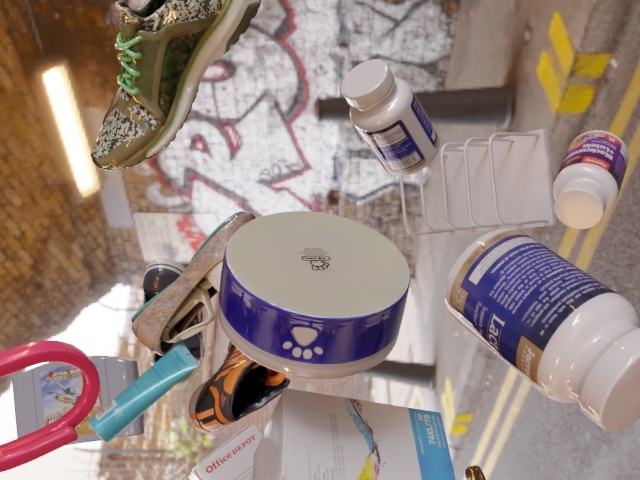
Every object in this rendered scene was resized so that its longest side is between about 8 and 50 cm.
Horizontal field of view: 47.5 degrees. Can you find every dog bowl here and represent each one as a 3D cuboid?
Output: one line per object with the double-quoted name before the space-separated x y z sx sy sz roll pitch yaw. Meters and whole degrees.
"dog bowl" -0.010 0.068 1.032 0.264 0.265 0.104 -90 7 -57

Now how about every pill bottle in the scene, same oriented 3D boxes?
"pill bottle" 0.114 -0.205 1.212 0.186 0.112 0.112 50 -150 -41
"pill bottle" 0.292 0.105 0.907 0.265 0.153 0.153 42 139 48
"pill bottle" 0.471 -0.105 1.277 0.193 0.108 0.108 -52 -27 -45

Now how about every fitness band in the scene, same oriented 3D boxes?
"fitness band" -0.528 0.287 1.263 0.054 0.291 0.208 31 135 53

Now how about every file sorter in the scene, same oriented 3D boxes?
"file sorter" 0.313 -0.112 1.504 0.278 0.173 0.192 -6 89 55

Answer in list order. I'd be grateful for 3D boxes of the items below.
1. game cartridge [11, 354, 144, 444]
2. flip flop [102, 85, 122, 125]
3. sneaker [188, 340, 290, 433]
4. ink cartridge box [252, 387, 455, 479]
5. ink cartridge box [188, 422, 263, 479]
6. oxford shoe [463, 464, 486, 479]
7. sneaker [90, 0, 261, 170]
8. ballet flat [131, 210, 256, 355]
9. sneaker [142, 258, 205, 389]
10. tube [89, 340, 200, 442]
"game cartridge" -0.560 0.367 1.673 0.062 0.298 0.198 26 -126 -84
"flip flop" -0.314 -0.284 1.411 0.112 0.080 0.277 -49 -4 37
"sneaker" -0.109 0.237 1.413 0.180 0.124 0.321 -27 24 45
"ink cartridge box" 0.045 0.383 1.135 0.197 0.270 0.198 -94 21 -50
"ink cartridge box" -0.122 0.449 1.298 0.190 0.140 0.082 50 149 14
"oxford shoe" 0.330 0.597 1.676 0.227 0.096 0.082 -60 -15 -60
"sneaker" -0.280 -0.307 1.176 0.158 0.182 0.410 38 96 45
"ballet flat" -0.207 0.088 1.319 0.106 0.316 0.108 48 -169 25
"sneaker" -0.323 0.195 1.619 0.127 0.126 0.321 -84 -12 -53
"tube" -0.309 0.266 1.283 0.080 0.207 0.052 39 165 40
